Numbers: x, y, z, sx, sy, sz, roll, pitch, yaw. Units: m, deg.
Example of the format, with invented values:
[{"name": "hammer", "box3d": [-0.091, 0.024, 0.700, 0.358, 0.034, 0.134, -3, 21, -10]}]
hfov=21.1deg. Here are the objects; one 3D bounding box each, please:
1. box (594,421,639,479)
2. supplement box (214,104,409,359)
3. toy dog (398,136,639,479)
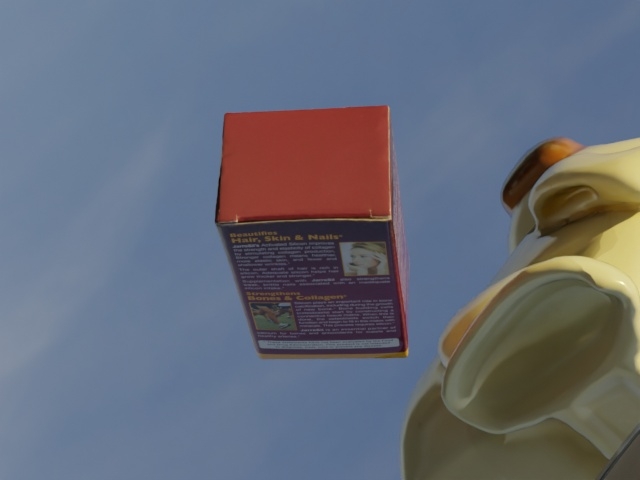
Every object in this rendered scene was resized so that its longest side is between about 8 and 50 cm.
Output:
[{"name": "box", "box3d": [0.211, 0.180, 0.522, 0.087, 0.290, 0.169, -52, -164, -10]}, {"name": "supplement box", "box3d": [0.000, 0.000, 1.079, 0.104, 0.188, 0.081, -2, -119, 5]}, {"name": "toy dog", "box3d": [0.233, 0.076, 1.318, 0.395, 0.284, 0.408, -51, -174, 38]}]
